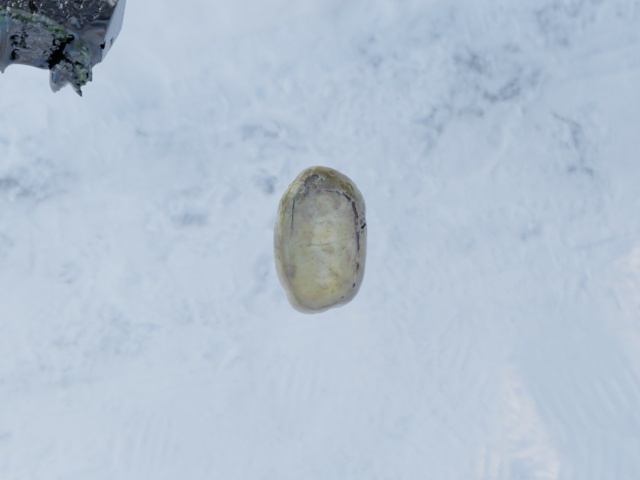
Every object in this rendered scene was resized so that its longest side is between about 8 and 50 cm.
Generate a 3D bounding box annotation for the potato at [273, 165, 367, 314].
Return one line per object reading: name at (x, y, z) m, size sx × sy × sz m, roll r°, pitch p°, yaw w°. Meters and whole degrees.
potato at (0.000, 0.000, 1.187) m, size 0.107 × 0.080 × 0.171 m, roll -4°, pitch 104°, yaw -1°

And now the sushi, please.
sushi at (-0.186, -0.151, 0.731) m, size 0.083 × 0.056 × 0.085 m, roll 21°, pitch 55°, yaw -6°
